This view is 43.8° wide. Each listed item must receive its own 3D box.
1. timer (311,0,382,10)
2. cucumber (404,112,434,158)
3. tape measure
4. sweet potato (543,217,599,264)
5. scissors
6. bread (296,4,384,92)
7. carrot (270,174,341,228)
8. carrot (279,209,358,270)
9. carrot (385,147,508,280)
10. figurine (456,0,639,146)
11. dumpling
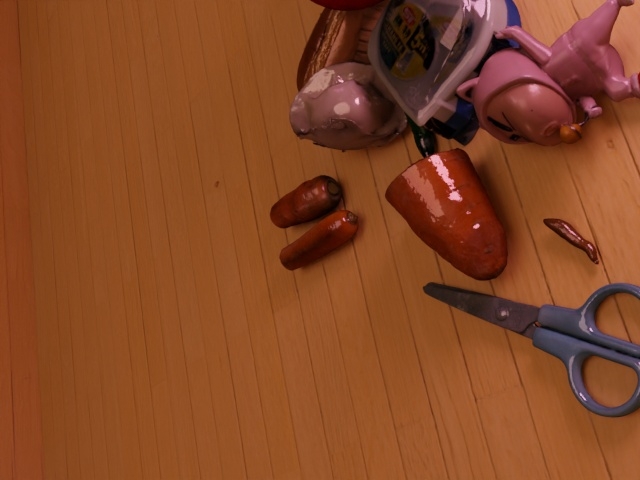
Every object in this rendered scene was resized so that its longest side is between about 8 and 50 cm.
[{"bbox_3d":[0.080,-0.597,1.425,0.378,0.279,0.378,-50,8,10],"label":"timer"},{"bbox_3d":[0.187,-0.205,1.474,0.037,0.037,0.155,-40,56,40],"label":"cucumber"},{"bbox_3d":[0.214,-0.342,1.386,0.262,0.138,0.259,-54,48,30],"label":"tape measure"},{"bbox_3d":[0.384,-0.005,1.209,0.115,0.026,0.026,45,118,39],"label":"sweet potato"},{"bbox_3d":[0.322,0.125,1.258,0.447,0.029,0.193,17,97,50],"label":"scissors"},{"bbox_3d":[0.034,-0.389,1.639,0.140,0.106,0.236,45,117,47],"label":"bread"},{"bbox_3d":[-0.036,-0.076,1.692,0.193,0.087,0.087,-27,64,45],"label":"carrot"},{"bbox_3d":[0.000,0.000,1.650,0.225,0.067,0.067,-33,60,45],"label":"carrot"},{"bbox_3d":[0.231,-0.029,1.329,0.159,0.159,0.225,-48,63,35],"label":"carrot"},{"bbox_3d":[0.349,-0.235,1.184,0.287,0.176,0.186,-21,42,32],"label":"figurine"},{"bbox_3d":[0.054,-0.266,1.553,0.246,0.142,0.173,3,81,18],"label":"dumpling"}]
